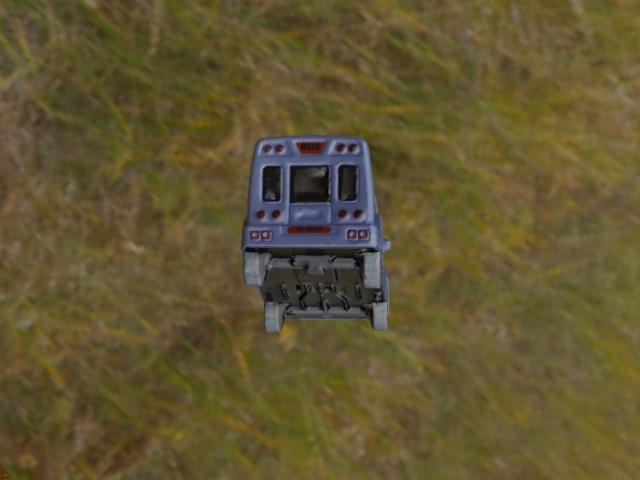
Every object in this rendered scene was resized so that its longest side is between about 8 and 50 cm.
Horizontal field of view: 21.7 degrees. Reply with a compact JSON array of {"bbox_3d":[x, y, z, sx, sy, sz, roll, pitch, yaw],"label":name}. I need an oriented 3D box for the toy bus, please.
[{"bbox_3d":[0.000,0.000,1.537,0.292,0.125,0.133,76,15,-75],"label":"toy bus"}]

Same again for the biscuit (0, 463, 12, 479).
[{"bbox_3d":[-0.280,0.315,1.604,0.025,0.126,0.206,-20,122,-24],"label":"biscuit"}]
